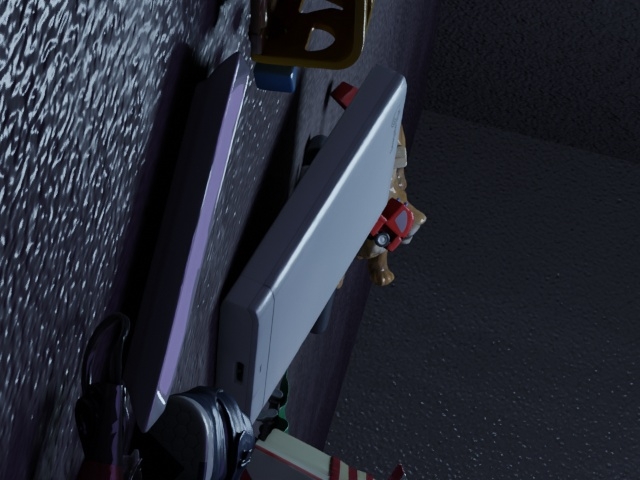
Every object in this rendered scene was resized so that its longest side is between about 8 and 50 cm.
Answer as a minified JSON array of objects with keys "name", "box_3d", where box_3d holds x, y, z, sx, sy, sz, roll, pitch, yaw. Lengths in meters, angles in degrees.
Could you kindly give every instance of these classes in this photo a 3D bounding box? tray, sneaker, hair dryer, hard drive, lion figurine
[{"name":"tray","box_3d":[-0.099,-0.002,1.241,0.145,0.030,0.270,-127,-129,-89]},{"name":"sneaker","box_3d":[-0.116,0.231,1.438,0.163,0.086,0.226,-19,122,-81]},{"name":"hair dryer","box_3d":[-0.158,0.211,1.063,0.224,0.080,0.294,92,-2,-54]},{"name":"hard drive","box_3d":[-0.010,0.009,1.832,0.233,0.047,0.353,97,19,-52]},{"name":"lion figurine","box_3d":[0.064,-0.090,2.411,0.392,0.142,0.240,-91,-179,-51]}]

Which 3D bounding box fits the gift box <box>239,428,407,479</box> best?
[{"name":"gift box","box_3d":[-0.018,0.340,1.901,0.258,0.255,0.276,-13,125,-86]}]

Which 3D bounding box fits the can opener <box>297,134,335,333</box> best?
[{"name":"can opener","box_3d":[0.000,0.000,2.119,0.093,0.074,0.280,-71,173,-48]}]

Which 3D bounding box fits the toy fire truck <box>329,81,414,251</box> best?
[{"name":"toy fire truck","box_3d":[0.061,-0.091,2.160,0.135,0.192,0.047,-49,-158,-1]}]

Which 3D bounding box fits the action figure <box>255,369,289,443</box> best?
[{"name":"action figure","box_3d":[-0.071,0.289,2.216,0.137,0.063,0.232,-72,170,-51]}]

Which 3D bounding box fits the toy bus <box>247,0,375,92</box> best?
[{"name":"toy bus","box_3d":[0.006,-0.216,1.295,0.191,0.104,0.202,26,72,-83]}]
